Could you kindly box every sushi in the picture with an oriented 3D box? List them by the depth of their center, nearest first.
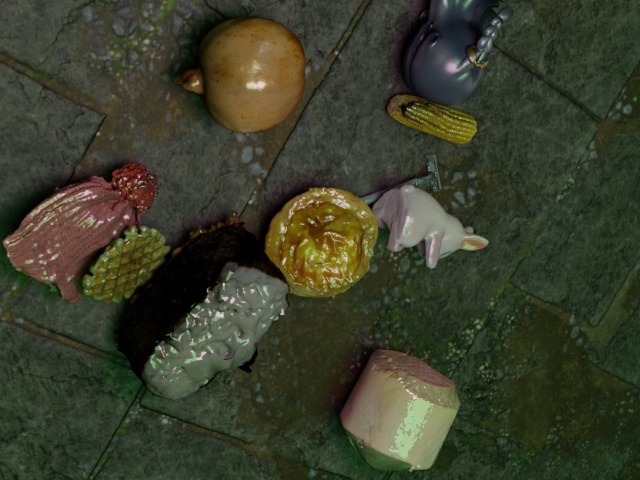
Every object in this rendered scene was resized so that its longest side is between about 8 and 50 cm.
[{"bbox_3d":[-0.216,0.140,1.829,0.348,0.207,0.234,-44,134,3],"label":"sushi"}]

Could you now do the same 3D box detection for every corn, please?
[{"bbox_3d":[0.229,-0.246,1.956,0.203,0.072,0.072,14,103,-28],"label":"corn"}]

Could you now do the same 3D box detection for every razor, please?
[{"bbox_3d":[0.153,-0.105,1.997,0.211,0.036,0.084,-23,116,-17],"label":"razor"}]

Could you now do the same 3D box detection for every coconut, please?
[{"bbox_3d":[0.164,0.380,2.081,0.239,0.239,0.244,17,101,-30],"label":"coconut"}]

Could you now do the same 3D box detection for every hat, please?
[{"bbox_3d":[-0.408,-0.031,1.721,0.286,0.107,0.237,-44,149,-3],"label":"hat"}]

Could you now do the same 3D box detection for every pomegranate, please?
[{"bbox_3d":[-0.124,-0.292,1.696,0.207,0.207,0.207,-9,113,-22],"label":"pomegranate"}]

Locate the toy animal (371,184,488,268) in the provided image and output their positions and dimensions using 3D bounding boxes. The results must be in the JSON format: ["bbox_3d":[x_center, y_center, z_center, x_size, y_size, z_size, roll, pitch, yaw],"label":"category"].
[{"bbox_3d":[0.226,-0.009,1.999,0.282,0.140,0.138,32,94,-38],"label":"toy animal"}]

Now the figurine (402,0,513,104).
[{"bbox_3d":[0.260,-0.392,1.865,0.175,0.197,0.265,14,109,-4],"label":"figurine"}]

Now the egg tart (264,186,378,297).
[{"bbox_3d":[0.000,0.000,1.920,0.241,0.106,0.241,-5,113,-12],"label":"egg tart"}]

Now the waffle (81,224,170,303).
[{"bbox_3d":[-0.351,0.045,1.763,0.169,0.036,0.183,-48,161,1],"label":"waffle"}]
